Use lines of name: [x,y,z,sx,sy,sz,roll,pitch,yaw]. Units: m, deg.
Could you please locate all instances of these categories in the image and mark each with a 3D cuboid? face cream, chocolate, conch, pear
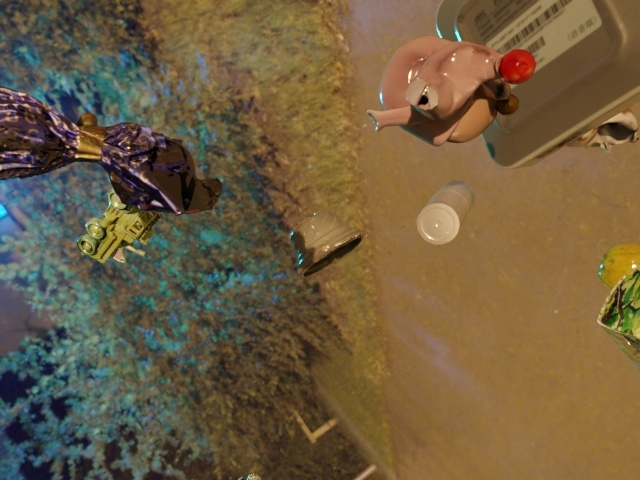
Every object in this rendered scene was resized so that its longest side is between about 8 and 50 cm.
face cream: [0.243,-0.059,1.197,0.077,0.077,0.250,57,-155,-2]
chocolate: [-0.289,-0.115,0.826,0.126,0.343,0.148,-59,32,39]
conch: [0.644,-0.308,1.538,0.183,0.275,0.148,-27,62,42]
pear: [0.890,0.080,1.822,0.162,0.149,0.148,2,131,34]

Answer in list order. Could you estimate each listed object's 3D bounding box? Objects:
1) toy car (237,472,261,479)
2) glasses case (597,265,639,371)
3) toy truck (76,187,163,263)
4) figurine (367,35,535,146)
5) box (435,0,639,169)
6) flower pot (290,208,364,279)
toy car: [-0.071,0.471,1.070,0.205,0.056,0.095,46,179,-31]
glasses case: [0.456,0.141,0.822,0.272,0.095,0.062,41,168,-34]
toy truck: [-0.421,-0.045,1.396,0.135,0.128,0.259,37,129,-8]
figurine: [0.180,-0.201,0.886,0.186,0.176,0.287,32,-178,-8]
box: [0.380,-0.355,1.073,0.367,0.090,0.373,-37,68,50]
flower pot: [0.000,0.000,1.857,0.140,0.235,0.235,54,165,10]
